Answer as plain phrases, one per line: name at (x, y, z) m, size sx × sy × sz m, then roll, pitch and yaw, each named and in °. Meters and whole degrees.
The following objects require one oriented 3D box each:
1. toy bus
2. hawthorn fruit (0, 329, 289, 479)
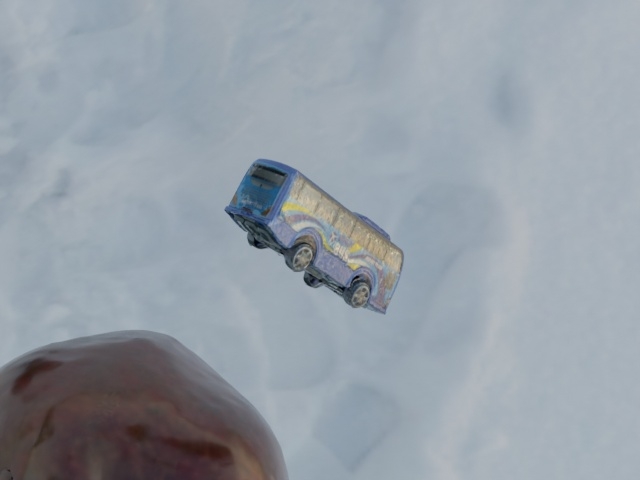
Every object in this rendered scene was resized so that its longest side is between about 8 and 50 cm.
toy bus at (0.000, 0.000, 1.103) m, size 0.153 × 0.051 × 0.061 m, roll 34°, pitch 81°, yaw -47°
hawthorn fruit at (-0.173, 0.203, 1.256) m, size 0.308 × 0.325 × 0.308 m, roll -18°, pitch 133°, yaw -20°
